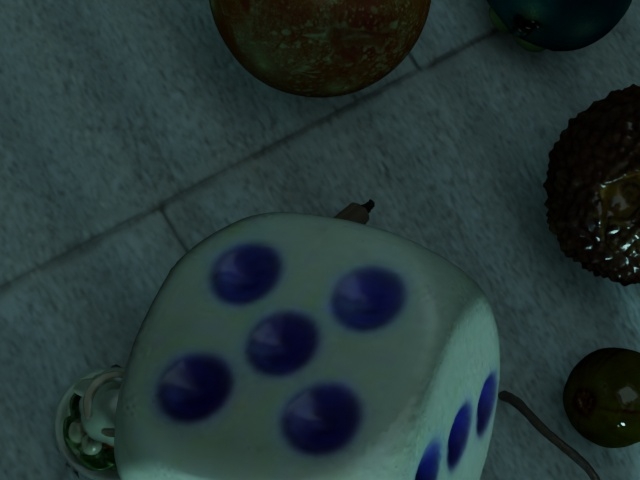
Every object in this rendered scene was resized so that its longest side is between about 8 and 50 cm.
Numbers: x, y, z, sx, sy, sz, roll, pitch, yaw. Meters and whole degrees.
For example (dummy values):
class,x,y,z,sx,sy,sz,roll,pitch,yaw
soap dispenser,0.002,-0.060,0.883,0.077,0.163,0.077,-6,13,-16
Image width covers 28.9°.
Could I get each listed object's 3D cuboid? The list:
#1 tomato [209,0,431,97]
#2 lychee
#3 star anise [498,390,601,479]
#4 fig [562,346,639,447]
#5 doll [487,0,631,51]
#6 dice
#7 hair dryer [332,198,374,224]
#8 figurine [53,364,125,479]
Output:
class,x,y,z,sx,sy,sz,roll,pitch,yaw
tomato,-0.008,-0.296,1.501,0.270,0.223,0.270,14,50,-17
lychee,0.416,-0.069,1.531,0.267,0.267,0.268,5,71,-14
star anise,0.324,0.286,1.459,0.148,0.218,0.228,1,84,-58
fig,0.406,0.193,1.517,0.236,0.124,0.124,6,70,-29
doll,0.331,-0.378,1.642,0.198,0.186,0.322,32,64,-3
dice,-0.003,0.166,1.256,0.304,0.277,0.304,9,60,24
hair dryer,0.000,0.000,1.495,0.117,0.064,0.181,48,59,3
figurine,-0.218,0.185,1.314,0.132,0.154,0.132,4,71,-12
